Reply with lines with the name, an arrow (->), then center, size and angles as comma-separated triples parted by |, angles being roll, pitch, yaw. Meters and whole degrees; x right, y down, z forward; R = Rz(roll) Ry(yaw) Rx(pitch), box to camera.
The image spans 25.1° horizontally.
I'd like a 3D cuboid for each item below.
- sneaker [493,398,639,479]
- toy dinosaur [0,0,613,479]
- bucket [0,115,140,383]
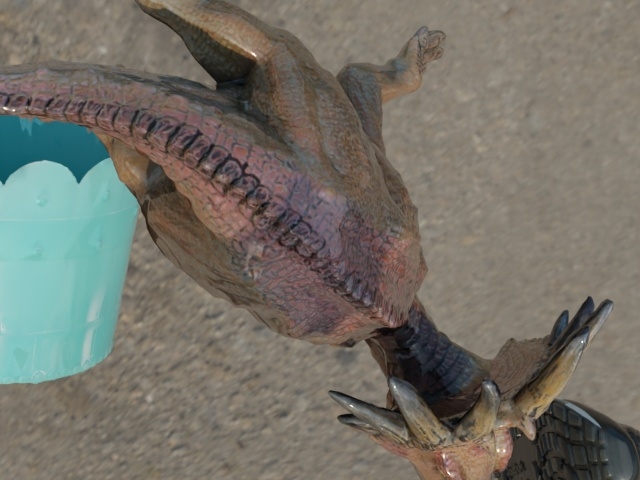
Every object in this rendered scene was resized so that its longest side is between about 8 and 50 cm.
sneaker -> 0.249, 0.189, 1.293 | 0.124, 0.283, 0.107 | -8, 82, -10
toy dinosaur -> 0.000, 0.000, 0.518 | 0.296, 0.127, 0.200 | 26, 30, -53
bucket -> -0.283, -0.007, 1.181 | 0.281, 0.281, 0.183 | 1, 105, -22
